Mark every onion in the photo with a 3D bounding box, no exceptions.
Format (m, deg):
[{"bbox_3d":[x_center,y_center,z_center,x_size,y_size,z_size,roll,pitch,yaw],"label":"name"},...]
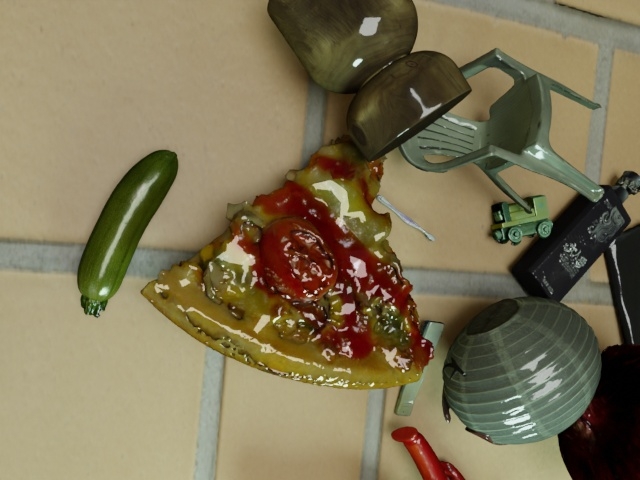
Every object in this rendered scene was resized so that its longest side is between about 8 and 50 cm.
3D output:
[{"bbox_3d":[0.527,0.317,0.982,0.232,0.314,0.314,24,86,-13],"label":"onion"}]

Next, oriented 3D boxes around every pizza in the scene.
[{"bbox_3d":[0.000,0.000,0.850,0.440,0.130,0.406,19,74,-18],"label":"pizza"}]

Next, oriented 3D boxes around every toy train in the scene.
[{"bbox_3d":[0.361,-0.036,1.039,0.122,0.050,0.081,-10,92,-18],"label":"toy train"}]

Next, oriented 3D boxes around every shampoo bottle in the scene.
[{"bbox_3d":[0.488,-0.018,1.074,0.309,0.071,0.098,-44,103,-13],"label":"shampoo bottle"}]

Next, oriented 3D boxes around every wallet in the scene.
[{"bbox_3d":[0.649,0.108,1.158,0.146,0.030,0.285,-18,98,-14],"label":"wallet"}]

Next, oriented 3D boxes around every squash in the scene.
[{"bbox_3d":[-0.278,-0.018,0.813,0.069,0.069,0.258,28,84,-18],"label":"squash"}]

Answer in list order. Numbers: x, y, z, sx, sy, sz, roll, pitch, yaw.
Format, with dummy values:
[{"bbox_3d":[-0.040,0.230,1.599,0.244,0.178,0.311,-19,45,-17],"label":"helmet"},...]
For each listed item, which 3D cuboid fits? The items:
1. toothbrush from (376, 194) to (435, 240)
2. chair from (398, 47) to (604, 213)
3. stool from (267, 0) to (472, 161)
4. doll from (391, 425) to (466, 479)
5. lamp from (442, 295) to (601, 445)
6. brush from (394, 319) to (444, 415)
[{"bbox_3d":[0.146,-0.037,0.984,0.131,0.013,0.011,36,72,-16],"label":"toothbrush"},{"bbox_3d":[0.287,-0.168,0.936,0.274,0.190,0.203,25,62,-23],"label":"chair"},{"bbox_3d":[0.068,-0.269,0.826,0.179,0.179,0.264,-34,90,-14],"label":"stool"},{"bbox_3d":[0.231,0.488,0.984,0.384,0.099,0.188,50,41,-19],"label":"doll"},{"bbox_3d":[0.326,0.217,0.948,0.265,0.233,0.233,-33,103,-22],"label":"lamp"},{"bbox_3d":[0.166,0.218,1.002,0.033,0.030,0.178,15,99,-26],"label":"brush"}]
